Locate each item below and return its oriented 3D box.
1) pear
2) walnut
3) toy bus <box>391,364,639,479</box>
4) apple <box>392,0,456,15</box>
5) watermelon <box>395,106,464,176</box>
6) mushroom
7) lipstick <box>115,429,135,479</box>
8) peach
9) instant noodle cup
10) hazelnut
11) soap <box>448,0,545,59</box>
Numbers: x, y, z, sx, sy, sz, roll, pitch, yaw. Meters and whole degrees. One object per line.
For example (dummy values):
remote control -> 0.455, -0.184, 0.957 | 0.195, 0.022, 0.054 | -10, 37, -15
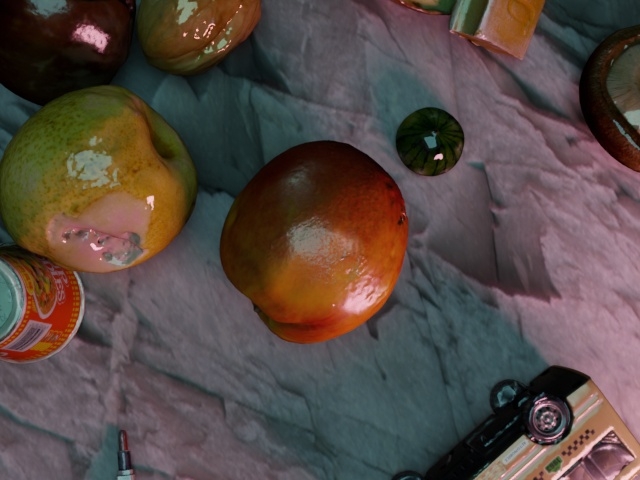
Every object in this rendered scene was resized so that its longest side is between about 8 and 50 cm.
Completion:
pear -> -0.310, -0.077, 1.300 | 0.271, 0.271, 0.271 | 0, 86, -1
walnut -> -0.178, -0.329, 1.360 | 0.159, 0.159, 0.207 | 41, 87, 2
toy bus -> 0.260, 0.349, 1.314 | 0.365, 0.177, 0.202 | -40, 93, -4
apple -> 0.168, -0.468, 1.360 | 0.254, 0.179, 0.346 | 40, 76, 3
watermelon -> 0.167, -0.149, 1.401 | 0.105, 0.062, 0.105 | 0, 88, -6
mushroom -> 0.476, -0.202, 1.384 | 0.194, 0.138, 0.231 | 8, 75, 13
lipstick -> -0.286, 0.331, 1.381 | 0.025, 0.025, 0.107 | -6, 79, -1
peach -> 0.000, 0.000, 1.301 | 0.281, 0.238, 0.281 | -11, 56, 16
instant noodle cup -> -0.445, 0.085, 1.301 | 0.193, 0.212, 0.193 | 0, 86, 0
hazelnut -> -0.369, -0.309, 1.342 | 0.218, 0.218, 0.234 | 28, 120, 1
soap -> 0.277, -0.392, 1.361 | 0.073, 0.140, 0.232 | 24, 99, 36
